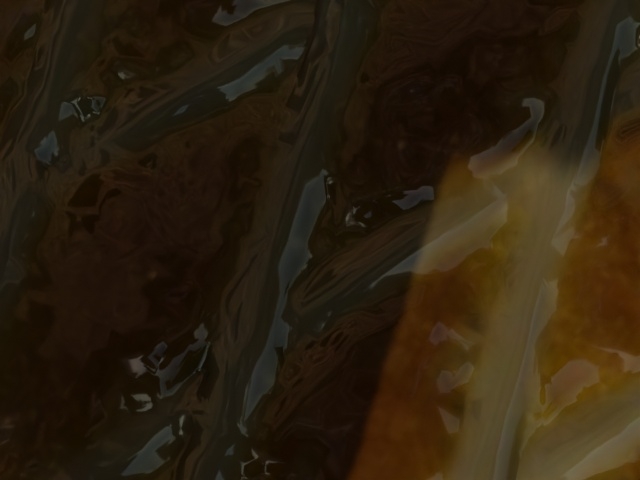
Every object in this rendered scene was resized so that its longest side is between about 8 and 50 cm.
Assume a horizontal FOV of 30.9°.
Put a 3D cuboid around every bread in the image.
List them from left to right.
[{"bbox_3d":[0.000,0.000,0.505,0.390,0.371,0.279,-51,179,-7],"label":"bread"}]
